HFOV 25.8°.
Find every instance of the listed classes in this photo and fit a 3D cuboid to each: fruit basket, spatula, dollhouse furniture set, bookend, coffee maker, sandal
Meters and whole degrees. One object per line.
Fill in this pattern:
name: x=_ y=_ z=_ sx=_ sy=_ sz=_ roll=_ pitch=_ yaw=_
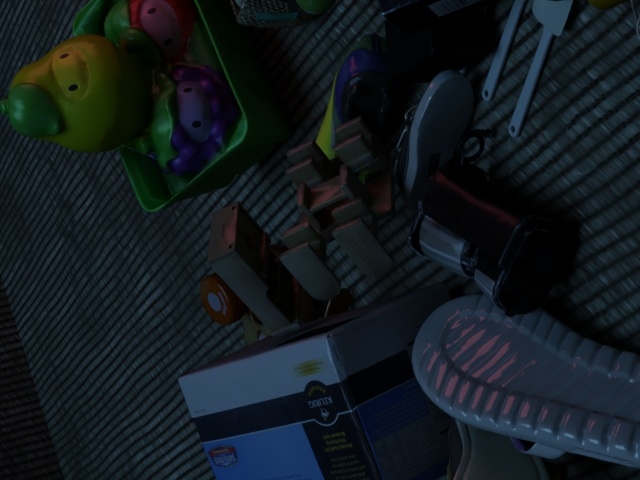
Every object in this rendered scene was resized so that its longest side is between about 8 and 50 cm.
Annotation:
fruit basket: x=-0.272 y=-0.240 z=2.077 sx=0.283 sy=0.392 sz=0.392 roll=-36 pitch=68 yaw=31
spatula: x=0.222 y=-0.248 z=1.620 sx=0.168 sy=0.019 sz=0.242 roll=52 pitch=141 yaw=36
dollhouse furniture set: x=0.000 y=0.000 z=1.817 sx=0.161 sy=0.242 sz=0.212 roll=51 pitch=-154 yaw=-34
bookend: x=0.133 y=-0.284 z=1.704 sx=0.157 sy=0.072 sz=0.156 roll=159 pitch=108 yaw=-70
coffee maker: x=0.202 y=-0.022 z=1.636 sx=0.178 sy=0.120 sz=0.171 roll=33 pitch=127 yaw=50
sandal: x=0.262 y=0.179 z=1.575 sx=0.416 sy=0.169 sz=0.102 roll=22 pitch=152 yaw=49

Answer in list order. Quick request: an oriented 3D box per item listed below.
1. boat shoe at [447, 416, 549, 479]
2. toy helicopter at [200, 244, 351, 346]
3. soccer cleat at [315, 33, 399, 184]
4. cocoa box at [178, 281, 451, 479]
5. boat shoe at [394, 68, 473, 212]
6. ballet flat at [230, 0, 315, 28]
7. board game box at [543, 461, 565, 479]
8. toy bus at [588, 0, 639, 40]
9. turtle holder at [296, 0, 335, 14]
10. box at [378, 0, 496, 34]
boat shoe: x=0.202 y=0.278 z=1.622 sx=0.324 sy=0.117 sz=0.096 roll=-93 pitch=-4 yaw=-48
toy helicopter: x=-0.031 y=0.181 z=2.146 sx=0.235 sy=0.140 sz=0.355 roll=3 pitch=114 yaw=50
soccer cleat: x=0.044 y=-0.162 z=1.916 sx=0.289 sy=0.093 sz=0.121 roll=114 pitch=165 yaw=-52
cocoa box: x=0.021 y=0.225 z=1.856 sx=0.347 sy=0.231 sz=0.228 roll=-21 pitch=91 yaw=50
boat shoe: x=0.131 y=-0.134 z=1.757 sx=0.070 sy=0.078 sz=0.219 roll=56 pitch=148 yaw=36
ballet flat: x=-0.165 y=-0.489 z=2.030 sx=0.482 sy=0.182 sz=0.164 roll=59 pitch=147 yaw=29
board game box: x=0.271 y=0.401 z=1.770 sx=0.136 sy=0.030 sz=0.259 roll=5 pitch=105 yaw=57
toy bus: x=0.267 y=-0.311 z=1.413 sx=0.202 sy=0.104 sz=0.191 roll=39 pitch=130 yaw=40
turtle holder: x=0.010 y=-0.440 z=1.743 sx=0.320 sy=0.243 sz=0.227 roll=52 pitch=-164 yaw=-50
box: x=0.134 y=-0.338 z=1.566 sx=0.156 sy=0.093 sz=0.158 roll=-18 pitch=76 yaw=19
